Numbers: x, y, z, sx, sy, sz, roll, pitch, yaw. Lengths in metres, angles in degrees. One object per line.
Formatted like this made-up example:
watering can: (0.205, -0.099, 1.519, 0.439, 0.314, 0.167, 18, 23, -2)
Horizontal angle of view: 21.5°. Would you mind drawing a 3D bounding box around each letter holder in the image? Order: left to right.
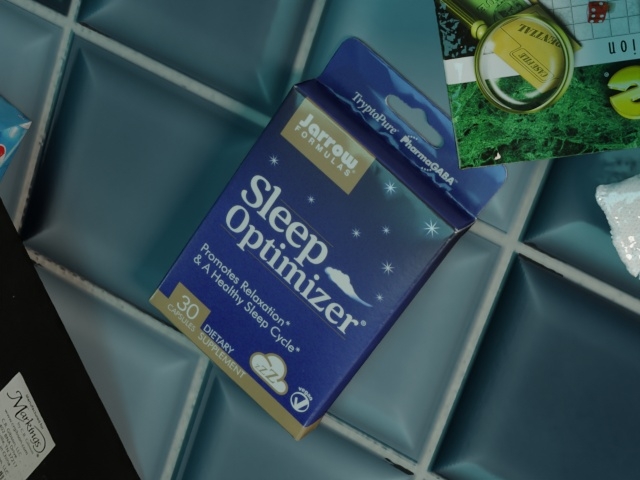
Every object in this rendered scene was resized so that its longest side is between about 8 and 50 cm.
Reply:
letter holder: (-0.292, 0.094, 1.107, 0.214, 0.152, 0.302, -7, 118, 30)

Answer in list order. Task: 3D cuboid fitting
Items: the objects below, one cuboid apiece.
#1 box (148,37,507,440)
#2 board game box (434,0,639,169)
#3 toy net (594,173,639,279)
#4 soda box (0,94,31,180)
box: (0.000, 0.000, 1.044, 0.136, 0.036, 0.225, 42, 117, 12)
board game box: (0.190, -0.118, 0.859, 0.259, 0.030, 0.136, -8, 111, 9)
toy net: (0.215, -0.086, 0.907, 0.122, 0.045, 0.232, 7, 111, 4)
soda box: (-0.303, -0.113, 1.151, 0.210, 0.071, 0.067, 39, 118, 14)
